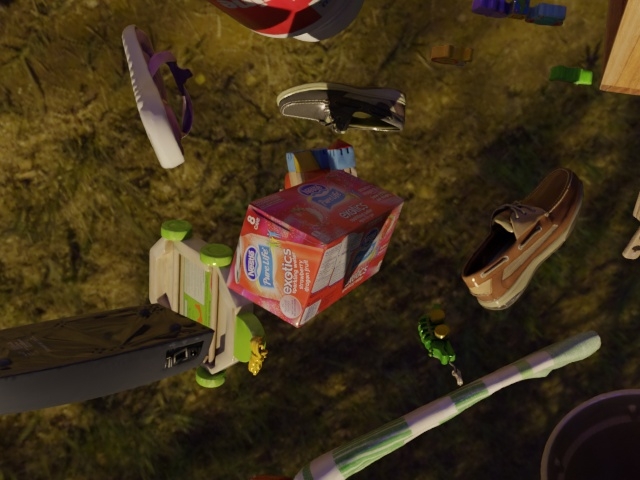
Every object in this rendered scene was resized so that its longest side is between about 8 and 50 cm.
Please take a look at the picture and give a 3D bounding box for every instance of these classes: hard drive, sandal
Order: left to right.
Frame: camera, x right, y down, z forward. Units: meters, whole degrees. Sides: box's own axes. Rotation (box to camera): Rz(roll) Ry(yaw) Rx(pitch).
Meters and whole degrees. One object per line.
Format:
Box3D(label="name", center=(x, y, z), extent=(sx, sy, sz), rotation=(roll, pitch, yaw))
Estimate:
Box3D(label="hard drive", center=(-0.266, 0.126, 0.830), extent=(0.254, 0.172, 0.054), rotation=(-8, 103, -37))
Box3D(label="sandal", center=(-0.269, -0.259, 1.311), extent=(0.102, 0.416, 0.169), rotation=(-18, 133, -5))

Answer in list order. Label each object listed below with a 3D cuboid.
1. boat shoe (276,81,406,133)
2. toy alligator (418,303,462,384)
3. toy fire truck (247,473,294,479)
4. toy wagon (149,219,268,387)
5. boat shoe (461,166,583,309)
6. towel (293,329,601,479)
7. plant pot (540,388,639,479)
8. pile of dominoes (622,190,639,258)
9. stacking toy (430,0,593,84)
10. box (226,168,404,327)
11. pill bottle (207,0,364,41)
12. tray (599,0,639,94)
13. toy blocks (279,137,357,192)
Box3D(label="boat shoe", center=(0.039, -0.218, 1.251), extent=(0.223, 0.074, 0.080), rotation=(-1, 162, -10))
Box3D(label="toy alligator", center=(0.212, 0.188, 1.349), extent=(0.051, 0.190, 0.056), rotation=(-7, 131, -1))
Box3D(label="toy fire truck", center=(-0.053, 0.588, 1.576), extent=(0.246, 0.158, 0.217), rotation=(-27, 104, -51))
Box3D(label="toy wagon", center=(-0.196, 0.127, 1.311), extent=(0.068, 0.344, 0.267), rotation=(-18, 124, -42))
Box3D(label="boat shoe", center=(0.400, -0.017, 1.471), extent=(0.120, 0.122, 0.324), rotation=(39, 82, -25))
Box3D(label="towel", center=(0.130, 0.194, 0.813), extent=(0.324, 0.038, 0.248), rotation=(-25, 165, -2))
Box3D(label="plant pot", center=(0.606, 0.500, 1.366), extent=(0.333, 0.334, 0.305), rotation=(-34, 129, -5))
Box3D(label="pile of dominoes", center=(0.571, -0.061, 1.070), extent=(0.251, 0.040, 0.196), rotation=(-10, 128, -15))
Box3D(label="stacking toy", center=(0.270, -0.309, 1.003), extent=(0.221, 0.052, 0.167), rotation=(8, 91, -5))
Box3D(label="box", center=(0.000, 0.000, 1.023), extent=(0.257, 0.122, 0.128), rotation=(-29, 142, -57))
Box3D(label="pill bottle", center=(-0.082, -0.420, 1.024), extent=(0.229, 0.229, 0.407), rotation=(-48, 161, 14))
Box3D(label="tray", center=(0.471, -0.431, 1.053), extent=(0.076, 0.411, 0.203), rotation=(9, 151, 12))
Box3D(label="toy blocks", center=(-0.007, -0.121, 1.873), extent=(0.190, 0.381, 0.261), rotation=(-14, 101, -23))
